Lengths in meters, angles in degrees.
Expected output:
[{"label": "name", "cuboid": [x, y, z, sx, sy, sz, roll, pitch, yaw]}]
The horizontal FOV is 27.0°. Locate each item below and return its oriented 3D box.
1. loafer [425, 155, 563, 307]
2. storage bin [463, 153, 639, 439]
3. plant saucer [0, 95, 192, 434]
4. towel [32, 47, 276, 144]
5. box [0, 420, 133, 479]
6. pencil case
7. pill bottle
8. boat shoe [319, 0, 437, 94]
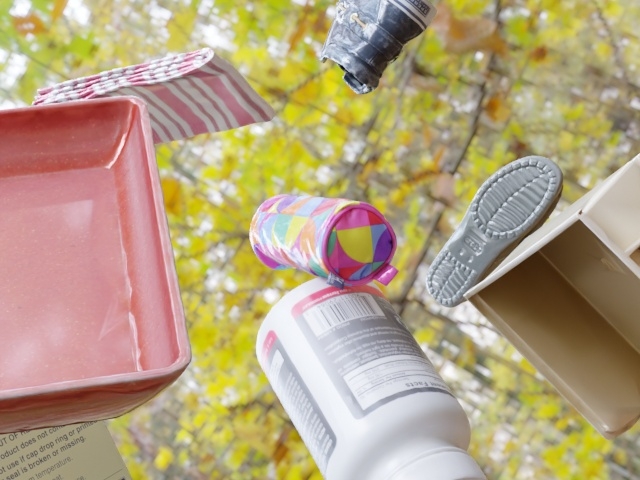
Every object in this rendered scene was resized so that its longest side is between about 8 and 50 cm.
[{"label": "loafer", "cuboid": [0.243, -0.014, 1.834, 0.251, 0.094, 0.087, -49, -24, 20]}, {"label": "storage bin", "cuboid": [0.339, 0.076, 1.478, 0.123, 0.260, 0.262, -44, -1, -30]}, {"label": "plant saucer", "cuboid": [-0.202, 0.019, 0.653, 0.259, 0.258, 0.048, -8, -56, -8]}, {"label": "towel", "cuboid": [-0.156, -0.124, 1.272, 0.144, 0.197, 0.029, 36, -133, -62]}, {"label": "box", "cuboid": [-0.272, 0.143, 0.966, 0.213, 0.243, 0.117, -27, -1, 43]}, {"label": "pencil case", "cuboid": [0.000, 0.000, 1.569, 0.104, 0.236, 0.104, -3, -82, -24]}, {"label": "pill bottle", "cuboid": [0.063, 0.200, 1.534, 0.176, 0.318, 0.176, -18, -44, -18]}, {"label": "boat shoe", "cuboid": [0.030, -0.168, 1.078, 0.083, 0.065, 0.183, -51, 14, 1]}]
